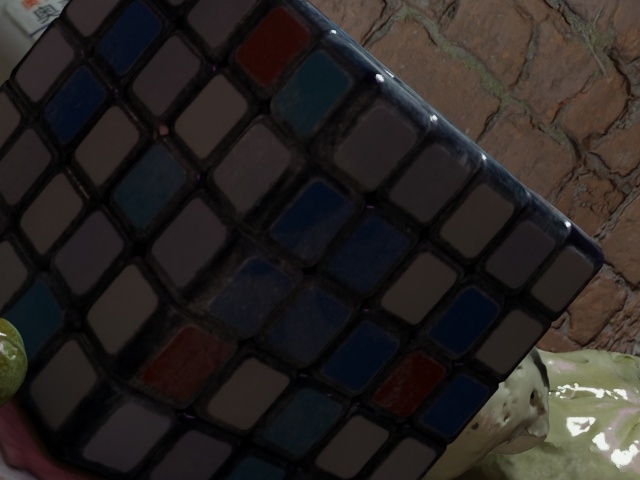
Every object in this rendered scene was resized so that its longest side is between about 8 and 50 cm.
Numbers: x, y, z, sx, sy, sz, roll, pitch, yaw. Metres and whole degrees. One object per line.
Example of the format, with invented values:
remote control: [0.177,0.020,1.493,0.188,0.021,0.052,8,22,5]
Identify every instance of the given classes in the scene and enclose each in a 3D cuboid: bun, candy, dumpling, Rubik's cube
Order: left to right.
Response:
candy: [-0.165,0.100,0.707,0.061,0.061,0.202,36,16,-33]
Rubik's cube: [-0.045,-0.005,0.977,0.287,0.293,0.292,33,8,-46]
dumpling: [0.052,0.104,1.243,0.318,0.187,0.243,13,9,-43]
bun: [0.274,0.234,1.453,0.362,0.234,0.326,32,14,-12]

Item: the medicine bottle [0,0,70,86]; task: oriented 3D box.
medicine bottle: [-0.215,-0.122,1.228,0.332,0.190,0.190,45,8,36]
